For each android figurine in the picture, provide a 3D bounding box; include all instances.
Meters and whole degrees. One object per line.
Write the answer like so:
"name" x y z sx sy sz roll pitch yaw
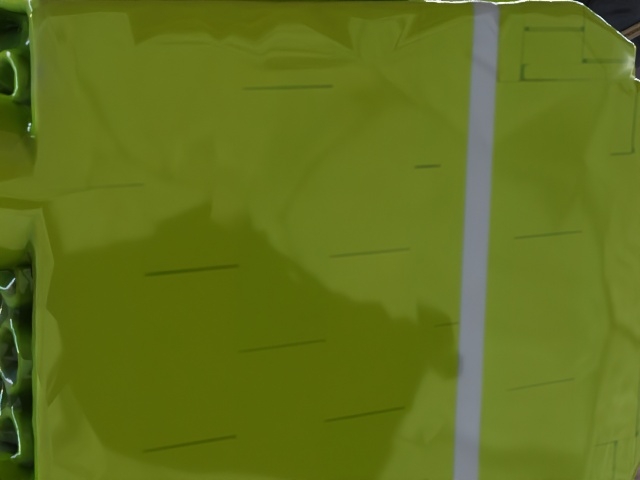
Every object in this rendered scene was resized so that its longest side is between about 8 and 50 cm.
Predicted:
"android figurine" -0.004 0.019 0.400 0.273 0.056 0.248 -8 -77 -34

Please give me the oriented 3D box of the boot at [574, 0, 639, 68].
"boot" 0.087 -0.139 0.848 0.198 0.077 0.137 -25 -67 -12
